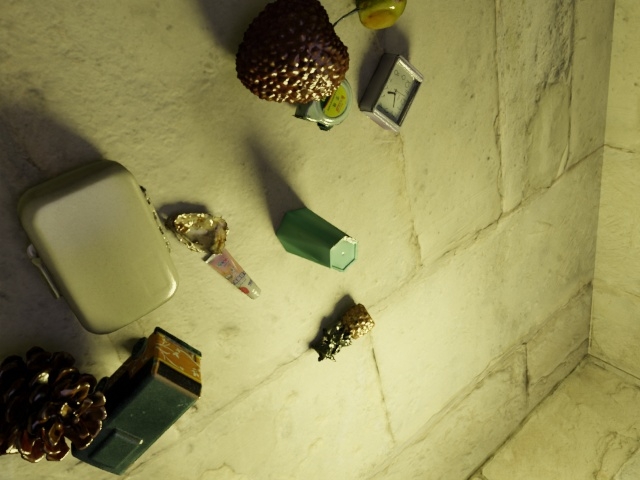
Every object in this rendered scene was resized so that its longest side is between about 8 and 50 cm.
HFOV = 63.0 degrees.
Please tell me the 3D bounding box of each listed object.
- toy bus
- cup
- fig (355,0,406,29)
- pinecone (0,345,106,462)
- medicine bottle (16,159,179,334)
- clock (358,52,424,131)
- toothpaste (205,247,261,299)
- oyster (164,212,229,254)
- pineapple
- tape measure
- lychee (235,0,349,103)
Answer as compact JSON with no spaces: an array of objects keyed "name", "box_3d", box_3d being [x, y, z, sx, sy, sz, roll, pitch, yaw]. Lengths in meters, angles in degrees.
[{"name":"toy bus","box_3d":[-0.447,0.396,1.280,0.323,0.194,0.162,-45,120,8]},{"name":"cup","box_3d":[0.000,0.000,1.492,0.134,0.236,0.148,17,95,-43]},{"name":"fig","box_3d":[0.164,-0.644,1.397,0.144,0.165,0.154,23,106,-25]},{"name":"pinecone","box_3d":[-0.606,0.362,1.147,0.244,0.309,0.244,-45,143,-50]},{"name":"medicine bottle","box_3d":[-0.487,0.021,1.183,0.282,0.123,0.375,-30,126,-24]},{"name":"clock","box_3d":[0.216,-0.445,1.583,0.145,0.073,0.193,24,93,-42]},{"name":"toothpaste","box_3d":[-0.239,0.095,1.474,0.067,0.043,0.194,-47,125,-9]},{"name":"oyster","box_3d":[-0.318,-0.020,1.349,0.177,0.056,0.105,4,99,-41]},{"name":"pineapple","box_3d":[0.075,0.324,1.783,0.237,0.111,0.119,-38,96,-10]},{"name":"tape measure","box_3d":[0.044,-0.467,1.428,0.164,0.084,0.330,19,96,-44]},{"name":"lychee","box_3d":[-0.076,-0.441,1.251,0.271,0.271,0.271,-16,118,-33]}]
